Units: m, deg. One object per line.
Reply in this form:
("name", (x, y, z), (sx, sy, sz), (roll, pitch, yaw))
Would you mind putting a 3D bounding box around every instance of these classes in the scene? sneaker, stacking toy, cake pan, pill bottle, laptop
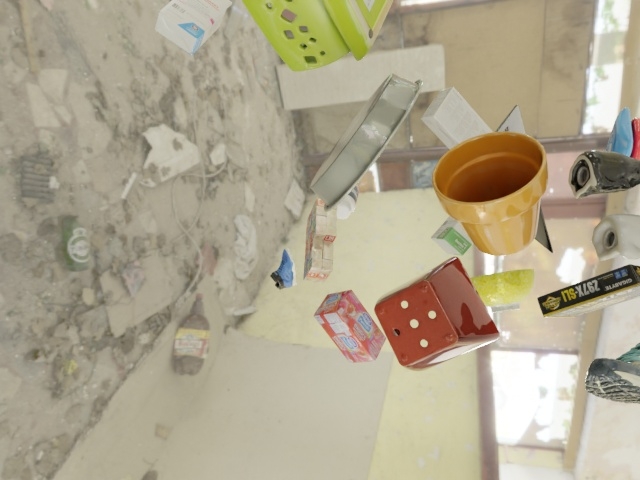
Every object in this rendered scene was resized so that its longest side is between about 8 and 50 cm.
("sneaker", (0.578, 0.234, 0.882), (0.283, 0.110, 0.122), (20, 68, -27))
("stacking toy", (0.878, -0.214, 1.198), (0.166, 0.301, 0.175), (75, 29, -46))
("cake pan", (0.075, -0.187, 0.901), (0.293, 0.054, 0.293), (-53, -171, 12))
("sneaker", (-0.133, 0.103, 1.688), (0.058, 0.084, 0.152), (44, -35, 51))
("pill bottle", (0.108, -0.178, 2.176), (0.180, 0.107, 0.108), (-72, 155, -49))
("laptop", (0.794, -0.240, 1.818), (0.408, 0.236, 0.382), (-49, 126, -26))

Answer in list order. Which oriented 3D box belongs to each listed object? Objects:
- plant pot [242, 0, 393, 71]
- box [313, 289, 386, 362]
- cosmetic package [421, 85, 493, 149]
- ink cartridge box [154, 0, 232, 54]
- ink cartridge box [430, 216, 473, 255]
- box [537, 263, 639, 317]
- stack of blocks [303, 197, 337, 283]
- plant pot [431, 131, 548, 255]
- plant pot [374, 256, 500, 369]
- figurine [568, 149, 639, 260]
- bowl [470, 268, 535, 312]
("plant pot", (0.014, -0.487, 0.944), (0.227, 0.207, 0.228), (43, 66, -51))
("box", (0.111, 0.319, 1.792), (0.257, 0.128, 0.123), (54, 47, -18))
("cosmetic package", (0.374, -0.275, 1.262), (0.239, 0.060, 0.099), (40, 79, -22))
("ink cartridge box", (-0.307, -0.550, 1.193), (0.061, 0.104, 0.181), (-41, -162, 53))
("ink cartridge box", (0.631, -0.077, 2.108), (0.278, 0.117, 0.201), (-49, -178, -1))
("box", (0.951, 0.180, 1.661), (0.257, 0.322, 0.079), (10, 59, -40))
("stack of blocks", (0.000, 0.000, 1.953), (0.171, 0.087, 0.297), (119, -23, -57))
("plant pot", (0.343, -0.076, 0.958), (0.188, 0.205, 0.205), (59, 33, -38))
("plant pot", (0.305, 0.221, 1.380), (0.235, 0.267, 0.267), (2, 59, -60))
("figurine", (0.573, -0.063, 0.836), (0.092, 0.209, 0.215), (84, 2, -60))
("bowl", (0.771, 0.221, 2.070), (0.289, 0.289, 0.156), (27, 54, -71))
